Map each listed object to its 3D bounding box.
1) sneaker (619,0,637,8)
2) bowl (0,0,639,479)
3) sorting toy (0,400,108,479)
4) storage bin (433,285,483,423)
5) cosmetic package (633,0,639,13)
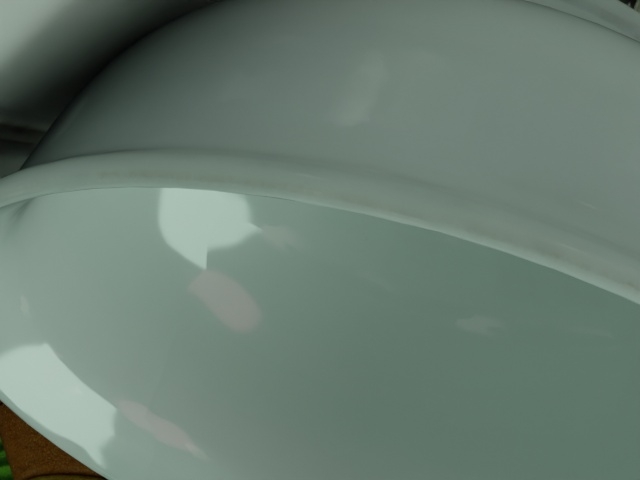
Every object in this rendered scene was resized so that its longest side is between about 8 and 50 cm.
[{"bbox_3d":[0.111,-0.076,0.869,0.296,0.147,0.104,-35,177,-10],"label":"sneaker"},{"bbox_3d":[0.042,0.008,0.596,0.298,0.298,0.134,-36,-150,59],"label":"bowl"},{"bbox_3d":[-0.148,0.117,0.838,0.127,0.126,0.365,17,151,-25],"label":"sorting toy"},{"bbox_3d":[0.099,0.004,0.759,0.084,0.122,0.180,44,-60,59],"label":"storage bin"},{"bbox_3d":[0.211,-0.132,0.717,0.160,0.113,0.309,-70,168,16],"label":"cosmetic package"}]
